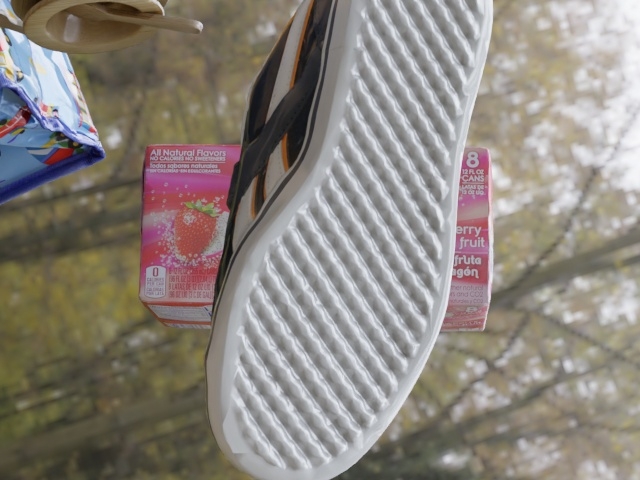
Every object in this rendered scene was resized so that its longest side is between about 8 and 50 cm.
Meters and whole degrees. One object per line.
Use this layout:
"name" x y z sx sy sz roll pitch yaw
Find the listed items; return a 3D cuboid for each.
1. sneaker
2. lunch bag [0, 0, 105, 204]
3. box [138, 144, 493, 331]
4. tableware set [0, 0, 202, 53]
"sneaker" 0.009 -0.015 0.990 0.127 0.126 0.321 -14 -125 68
"lunch bag" -0.329 -0.096 1.176 0.221 0.293 0.138 66 12 25
"box" 0.000 0.000 1.295 0.128 0.257 0.122 71 20 -78
"tableware set" -0.157 -0.125 0.885 0.128 0.194 0.039 -23 -112 38
